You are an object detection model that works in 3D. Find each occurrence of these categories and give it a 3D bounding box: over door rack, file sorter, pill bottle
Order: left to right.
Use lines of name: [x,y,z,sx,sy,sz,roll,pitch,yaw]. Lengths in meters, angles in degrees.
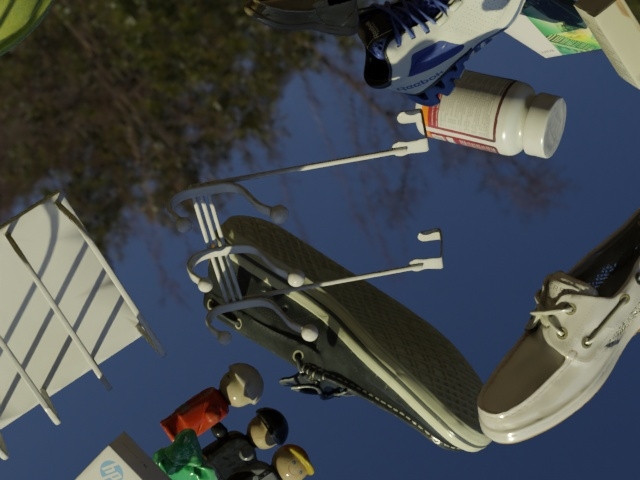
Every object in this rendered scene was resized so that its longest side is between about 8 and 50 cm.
file sorter: [-0.332,0.110,1.434,0.278,0.192,0.173,-34,-162,-10]
over door rack: [0.000,0.000,1.628,0.324,0.239,0.108,-19,-132,-6]
pill bottle: [0.274,-0.205,2.184,0.221,0.121,0.121,16,-125,25]

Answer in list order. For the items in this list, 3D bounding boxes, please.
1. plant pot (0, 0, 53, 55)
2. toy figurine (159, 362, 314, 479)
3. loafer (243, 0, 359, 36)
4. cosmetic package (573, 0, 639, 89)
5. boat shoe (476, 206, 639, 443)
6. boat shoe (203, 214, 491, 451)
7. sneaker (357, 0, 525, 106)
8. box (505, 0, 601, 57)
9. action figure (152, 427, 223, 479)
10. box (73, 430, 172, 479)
plant pot: [-0.455,-0.366,1.523,0.276,0.276,0.254,-45,165,-8]
toy figurine: [-0.087,0.288,1.766,0.148,0.213,0.209,-34,-127,-11]
loafer: [-0.020,-0.271,1.572,0.056,0.148,0.050,42,-55,51]
cosmetic package: [0.342,-0.233,1.548,0.041,0.115,0.060,-39,-149,4]
boat shoe: [0.234,0.065,1.243,0.277,0.096,0.098,-44,-148,-11]
boat shoe: [0.029,0.148,1.865,0.500,0.187,0.156,34,-70,26]
sneaker: [0.156,-0.317,1.944,0.127,0.182,0.315,58,-49,29]
box: [0.338,-0.421,2.328,0.058,0.322,0.232,-66,-159,-8]
action figure: [-0.147,0.286,1.524,0.137,0.232,0.063,16,-130,12]
box: [-0.204,0.300,1.341,0.186,0.145,0.038,-45,178,24]
